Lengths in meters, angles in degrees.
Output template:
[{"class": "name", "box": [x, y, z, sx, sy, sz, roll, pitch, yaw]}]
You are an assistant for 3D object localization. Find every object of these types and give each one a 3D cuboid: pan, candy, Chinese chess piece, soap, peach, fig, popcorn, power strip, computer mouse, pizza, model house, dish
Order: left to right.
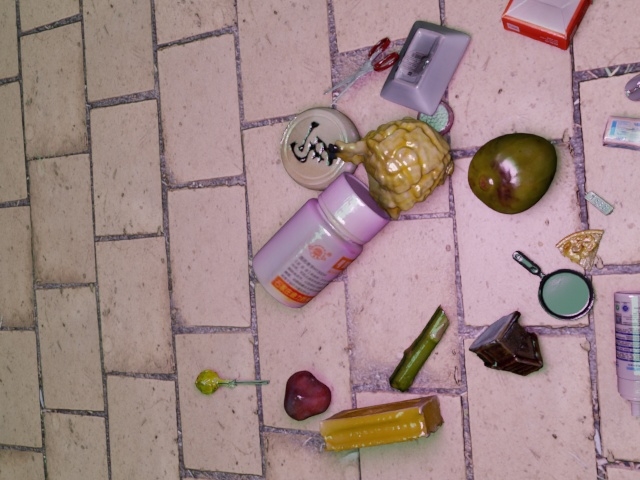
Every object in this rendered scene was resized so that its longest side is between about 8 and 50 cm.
[{"class": "candy", "box": [-0.291, 0.469, 1.900, 0.262, 0.073, 0.077, -5, 108, 17]}, {"class": "peach", "box": [-0.044, 0.470, 1.739, 0.152, 0.152, 0.152, 1, 92, 24]}, {"class": "Chinese chess piece", "box": [0.000, -0.274, 1.723, 0.251, 0.101, 0.250, 1, 91, 25]}, {"class": "soap", "box": [0.171, 0.515, 1.620, 0.315, 0.199, 0.091, -16, 78, 25]}, {"class": "popcorn", "box": [0.214, -0.203, 1.556, 0.293, 0.293, 0.237, 38, 65, 18]}, {"class": "dish", "box": [0.275, -0.489, 1.581, 0.182, 0.080, 0.243, 29, 97, 28]}, {"class": "candy", "box": [0.322, -0.340, 1.610, 0.103, 0.043, 0.103, 0, 89, 23]}, {"class": "model house", "box": [0.502, 0.296, 1.530, 0.152, 0.106, 0.165, 46, 144, 4]}, {"class": "fig", "box": [0.504, -0.179, 1.474, 0.225, 0.203, 0.203, -27, 78, -21]}, {"class": "pan", "box": [0.602, 0.107, 1.506, 0.235, 0.028, 0.136, 43, 106, 14]}, {"class": "pizza", "box": [0.677, 0.028, 1.473, 0.123, 0.026, 0.108, -23, 85, 22]}, {"class": "power strip", "box": [0.706, -0.096, 1.462, 0.083, 0.017, 0.027, 43, 106, 15]}, {"class": "computer mouse", "box": [0.795, -0.380, 1.401, 0.096, 0.039, 0.065, -24, 82, 23]}]

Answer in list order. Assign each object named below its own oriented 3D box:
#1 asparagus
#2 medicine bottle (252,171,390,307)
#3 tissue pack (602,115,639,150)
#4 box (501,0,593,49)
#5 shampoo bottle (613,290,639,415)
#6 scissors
[{"class": "asparagus", "box": [0.287, 0.310, 1.637, 0.067, 0.060, 0.277, 44, 108, 37]}, {"class": "medicine bottle", "box": [0.000, 0.000, 1.667, 0.388, 0.219, 0.219, -45, 75, 18]}, {"class": "tissue pack", "box": [0.750, -0.264, 1.414, 0.095, 0.059, 0.074, 14, 95, 22]}, {"class": "box", "box": [0.575, -0.581, 1.463, 0.182, 0.099, 0.133, 28, 99, 22]}, {"class": "shampoo bottle", "box": [0.771, 0.277, 1.403, 0.092, 0.092, 0.303, -3, 90, 24]}, {"class": "scissors", "box": [0.112, -0.481, 1.665, 0.248, 0.017, 0.144, -35, 39, 19]}]
